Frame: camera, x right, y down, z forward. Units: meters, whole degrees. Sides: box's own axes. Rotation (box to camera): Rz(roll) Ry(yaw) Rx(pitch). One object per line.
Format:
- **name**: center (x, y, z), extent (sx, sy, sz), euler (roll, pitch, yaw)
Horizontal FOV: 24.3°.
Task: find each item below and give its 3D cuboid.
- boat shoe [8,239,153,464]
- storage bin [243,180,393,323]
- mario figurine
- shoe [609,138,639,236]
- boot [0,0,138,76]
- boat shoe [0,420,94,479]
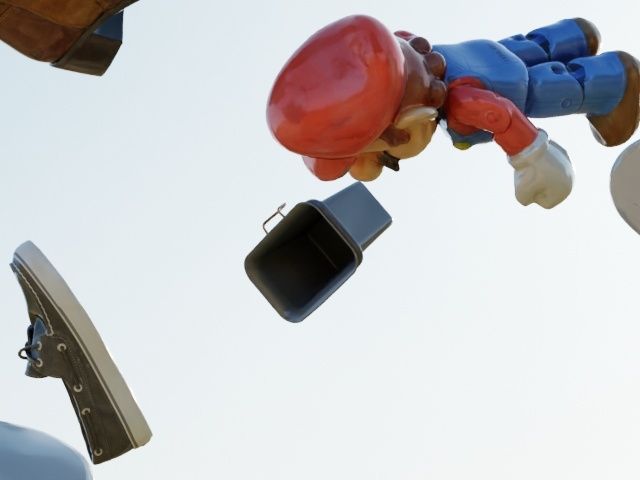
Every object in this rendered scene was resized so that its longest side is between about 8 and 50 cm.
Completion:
- **boat shoe**: center (-0.242, 0.111, 1.397), extent (0.076, 0.228, 0.080), euler (-32, 20, -15)
- **storage bin**: center (0.000, 0.000, 1.439), extent (0.091, 0.098, 0.135), euler (-36, -6, -46)
- **mario figurine**: center (0.100, -0.103, 1.245), extent (0.320, 0.170, 0.198), euler (-7, 2, -26)
- **shoe**: center (0.223, -0.016, 0.682), extent (0.178, 0.063, 0.081), euler (7, 6, 13)
- **boot**: center (-0.277, -0.275, 1.265), extent (0.280, 0.096, 0.264), euler (16, -39, -24)
- **boat shoe**: center (-0.196, 0.150, 0.581), extent (0.258, 0.095, 0.084), euler (-22, -43, -48)
